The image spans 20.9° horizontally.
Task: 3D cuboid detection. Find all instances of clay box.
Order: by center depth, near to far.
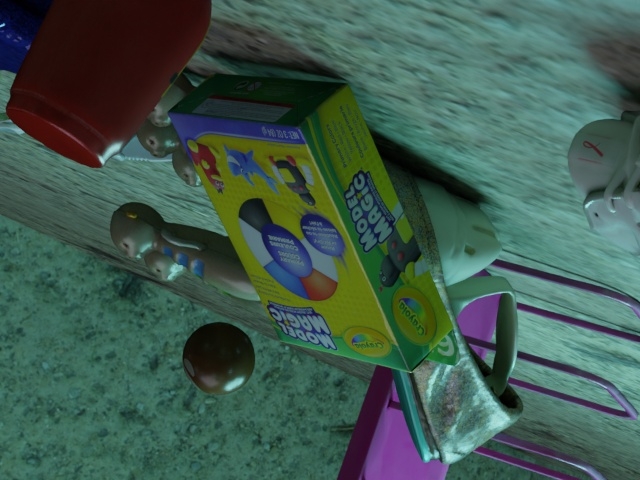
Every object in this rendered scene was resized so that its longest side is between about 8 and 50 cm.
[{"bbox_3d":[0.000,0.000,1.114,0.127,0.053,0.222,10,133,46],"label":"clay box"}]

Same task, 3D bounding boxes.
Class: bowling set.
[{"bbox_3d":[-0.093,-0.003,1.272,0.154,0.199,0.287,22,169,13],"label":"bowling set"}]

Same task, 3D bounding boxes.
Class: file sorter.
[{"bbox_3d":[0.149,0.172,1.435,0.182,0.290,0.202,16,171,24],"label":"file sorter"}]

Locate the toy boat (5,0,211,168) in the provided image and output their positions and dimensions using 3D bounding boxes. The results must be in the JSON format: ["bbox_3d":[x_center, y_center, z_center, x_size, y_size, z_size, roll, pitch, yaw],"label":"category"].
[{"bbox_3d":[-0.171,-0.162,0.642,0.318,0.148,0.267,30,167,-4],"label":"toy boat"}]

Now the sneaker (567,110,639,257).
[{"bbox_3d":[0.167,-0.021,0.794,0.115,0.090,0.232,25,172,7],"label":"sneaker"}]

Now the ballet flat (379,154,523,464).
[{"bbox_3d":[0.082,0.031,1.245,0.107,0.106,0.316,-110,0,-48],"label":"ballet flat"}]

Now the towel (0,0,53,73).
[{"bbox_3d":[-0.251,-0.169,1.014,0.228,0.076,0.308,24,175,-40],"label":"towel"}]

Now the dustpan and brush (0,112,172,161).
[{"bbox_3d":[-0.222,-0.099,1.433,0.211,0.060,0.147,19,172,19],"label":"dustpan and brush"}]
